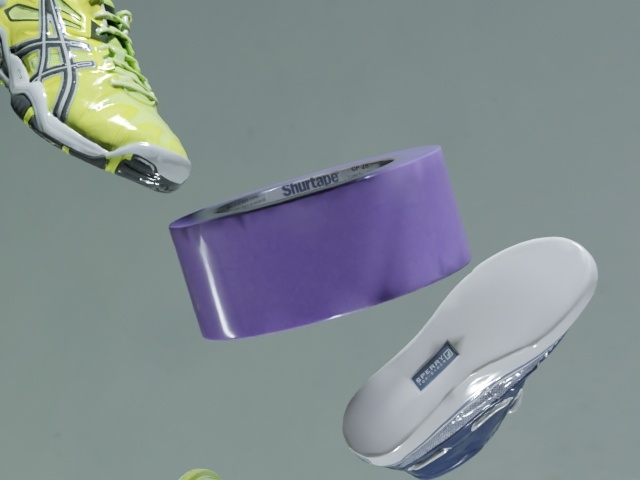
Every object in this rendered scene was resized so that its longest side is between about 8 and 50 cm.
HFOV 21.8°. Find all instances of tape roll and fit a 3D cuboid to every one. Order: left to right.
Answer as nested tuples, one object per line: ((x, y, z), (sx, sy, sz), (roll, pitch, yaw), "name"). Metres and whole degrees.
((0.000, 0.000, 1.104), (0.189, 0.189, 0.080), (-12, 98, 39), "tape roll")

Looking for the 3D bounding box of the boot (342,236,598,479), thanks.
((0.104, 0.075, 1.031), (0.190, 0.086, 0.069), (-40, 56, 15), "boot")

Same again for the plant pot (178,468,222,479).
((-0.031, 0.405, 1.904), (0.254, 0.276, 0.276), (0, 88, 19), "plant pot")

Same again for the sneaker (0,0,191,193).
((-0.258, -0.188, 1.796), (0.385, 0.145, 0.147), (42, 100, 34), "sneaker")
